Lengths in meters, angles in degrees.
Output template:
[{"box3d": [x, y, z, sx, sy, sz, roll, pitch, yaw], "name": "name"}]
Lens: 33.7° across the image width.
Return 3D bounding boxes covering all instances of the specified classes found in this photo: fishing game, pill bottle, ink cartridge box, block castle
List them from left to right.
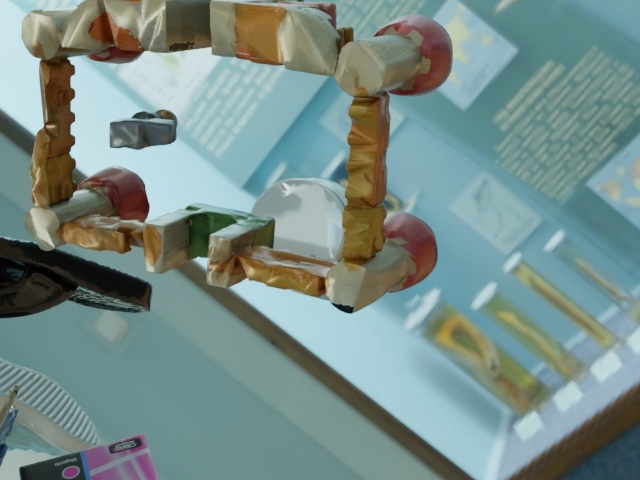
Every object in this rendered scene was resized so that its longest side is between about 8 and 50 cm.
[{"box3d": [-0.443, 0.293, 1.352, 0.264, 0.041, 0.189, -59, 7, 47], "name": "fishing game"}, {"box3d": [-0.264, 0.393, 1.306, 0.371, 0.175, 0.069, -125, 27, -54], "name": "ink cartridge box"}, {"box3d": [-0.093, -0.115, 1.153, 0.213, 0.453, 0.303, -30, -54, -61], "name": "block castle"}, {"box3d": [0.000, 0.000, 1.469, 0.162, 0.162, 0.278, -51, -14, 4], "name": "pill bottle"}]

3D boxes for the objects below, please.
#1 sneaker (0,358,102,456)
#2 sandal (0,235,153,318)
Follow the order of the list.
[{"box3d": [-0.532, 0.297, 1.765, 0.150, 0.366, 0.135, -40, 40, 11], "name": "sneaker"}, {"box3d": [-0.391, 0.058, 1.321, 0.167, 0.445, 0.107, -3, 74, 41], "name": "sandal"}]
